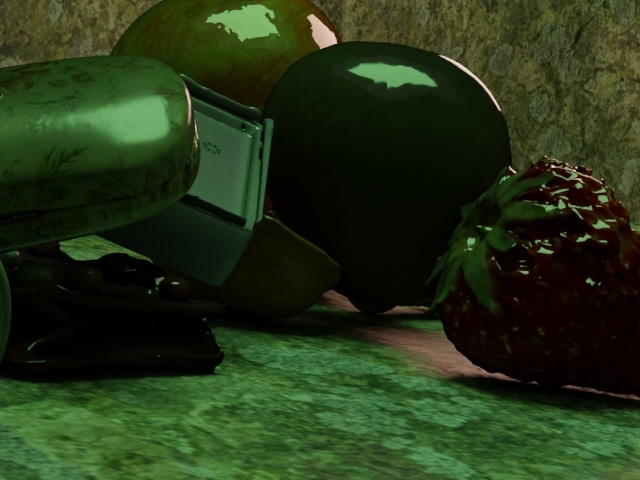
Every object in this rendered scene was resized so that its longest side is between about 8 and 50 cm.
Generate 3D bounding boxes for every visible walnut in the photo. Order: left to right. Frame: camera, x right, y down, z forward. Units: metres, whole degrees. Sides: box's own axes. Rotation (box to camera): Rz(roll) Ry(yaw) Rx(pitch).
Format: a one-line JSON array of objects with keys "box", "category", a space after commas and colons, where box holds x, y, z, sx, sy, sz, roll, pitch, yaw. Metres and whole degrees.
[{"box": [-0.090, 0.017, 1.480, 0.211, 0.087, 0.167, 23, -19, 27], "category": "walnut"}]

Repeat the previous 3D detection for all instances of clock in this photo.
[{"box": [-0.117, -0.059, 1.324, 0.144, 0.073, 0.193, 24, 27, -11], "category": "clock"}]

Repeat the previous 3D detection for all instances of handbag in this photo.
[{"box": [-0.199, 0.041, 1.205, 0.203, 0.074, 0.216, 16, 8, 38], "category": "handbag"}]

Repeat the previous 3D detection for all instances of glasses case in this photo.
[{"box": [-0.293, -0.042, 1.120, 0.425, 0.098, 0.156, -10, 33, -3], "category": "glasses case"}]

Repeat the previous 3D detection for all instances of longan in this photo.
[{"box": [0.060, -0.062, 1.539, 0.246, 0.246, 0.215, 12, -8, 18], "category": "longan"}]

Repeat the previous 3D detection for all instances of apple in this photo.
[{"box": [-0.115, -0.173, 2.147, 0.339, 0.340, 0.339, 10, 6, -1], "category": "apple"}]

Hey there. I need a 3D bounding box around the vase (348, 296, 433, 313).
[{"box": [0.119, 0.035, 1.719, 0.096, 0.096, 0.219, 16, 11, 42], "category": "vase"}]

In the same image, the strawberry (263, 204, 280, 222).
[{"box": [0.000, 0.000, 1.713, 0.145, 0.145, 0.086, 3, 47, -50], "category": "strawberry"}]

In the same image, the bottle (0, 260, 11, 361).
[{"box": [-0.306, 0.026, 0.936, 0.253, 0.120, 0.120, 14, 7, 26], "category": "bottle"}]

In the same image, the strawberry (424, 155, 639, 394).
[{"box": [0.225, 0.048, 1.417, 0.244, 0.205, 0.205, 31, 0, -17], "category": "strawberry"}]
